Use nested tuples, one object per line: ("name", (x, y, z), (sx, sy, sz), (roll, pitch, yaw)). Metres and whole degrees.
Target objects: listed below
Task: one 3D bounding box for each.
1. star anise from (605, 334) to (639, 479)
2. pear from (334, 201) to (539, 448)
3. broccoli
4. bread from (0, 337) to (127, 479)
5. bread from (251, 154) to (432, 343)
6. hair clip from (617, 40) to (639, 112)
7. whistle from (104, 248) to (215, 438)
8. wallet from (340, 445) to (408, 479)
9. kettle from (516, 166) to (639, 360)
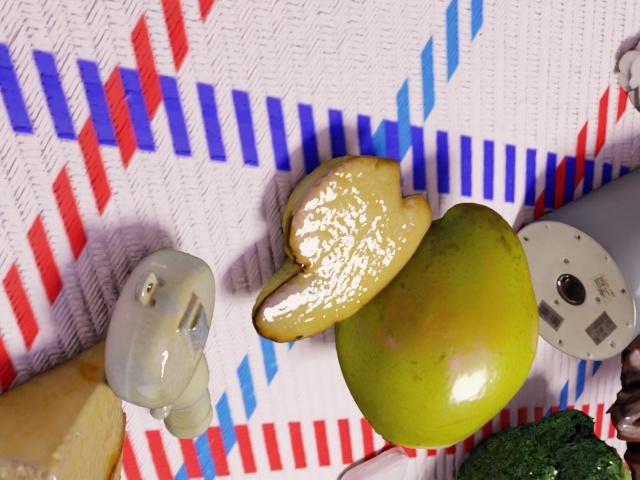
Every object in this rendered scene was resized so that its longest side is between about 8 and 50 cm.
("star anise", (0.410, 0.186, 2.023), (0.292, 0.109, 0.349), (65, 31, -52))
("pear", (0.107, 0.071, 1.533), (0.187, 0.187, 0.219), (-12, 120, -46))
("broccoli", (0.271, 0.348, 1.940), (0.308, 0.275, 0.308), (-52, -178, 3))
("bread", (-0.239, 0.193, 1.360), (0.178, 0.135, 0.240), (-67, 168, -47))
("bread", (0.000, 0.000, 1.426), (0.188, 0.065, 0.149), (-43, 138, -3))
("hair clip", (0.390, -0.194, 1.716), (0.220, 0.054, 0.140), (-36, 152, -16))
("whistle", (-0.118, 0.094, 1.345), (0.258, 0.067, 0.126), (86, 25, -61))
("wallet", (0.044, 0.311, 1.846), (0.095, 0.033, 0.190), (-19, 138, -38))
("kettle", (0.322, 0.018, 1.786), (0.243, 0.160, 0.210), (-31, 164, -38))
